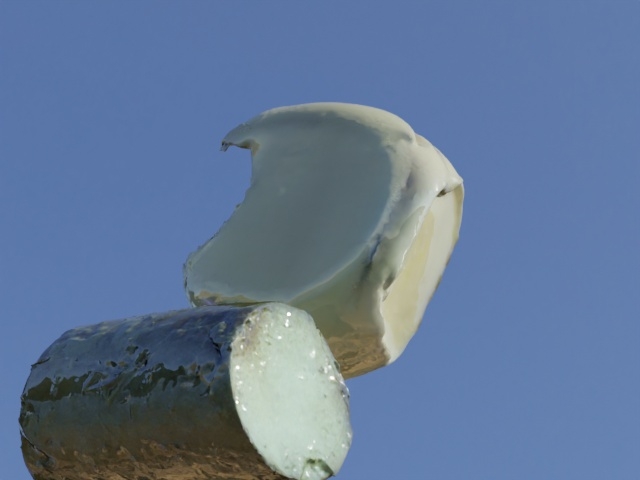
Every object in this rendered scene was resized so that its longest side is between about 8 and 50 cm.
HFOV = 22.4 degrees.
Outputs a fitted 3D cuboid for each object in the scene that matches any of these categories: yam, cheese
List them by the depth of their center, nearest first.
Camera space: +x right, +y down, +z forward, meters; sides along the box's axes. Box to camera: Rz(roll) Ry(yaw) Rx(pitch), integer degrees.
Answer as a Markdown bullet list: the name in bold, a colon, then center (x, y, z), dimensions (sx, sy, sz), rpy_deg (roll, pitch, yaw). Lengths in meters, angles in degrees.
- **yam**: center (-0.113, 0.132, 1.306), dimensions (0.268, 0.161, 0.161), rpy_deg (-8, -48, 39)
- **cheese**: center (0.000, 0.000, 1.446), dimensions (0.233, 0.266, 0.127), rpy_deg (14, -24, 33)
